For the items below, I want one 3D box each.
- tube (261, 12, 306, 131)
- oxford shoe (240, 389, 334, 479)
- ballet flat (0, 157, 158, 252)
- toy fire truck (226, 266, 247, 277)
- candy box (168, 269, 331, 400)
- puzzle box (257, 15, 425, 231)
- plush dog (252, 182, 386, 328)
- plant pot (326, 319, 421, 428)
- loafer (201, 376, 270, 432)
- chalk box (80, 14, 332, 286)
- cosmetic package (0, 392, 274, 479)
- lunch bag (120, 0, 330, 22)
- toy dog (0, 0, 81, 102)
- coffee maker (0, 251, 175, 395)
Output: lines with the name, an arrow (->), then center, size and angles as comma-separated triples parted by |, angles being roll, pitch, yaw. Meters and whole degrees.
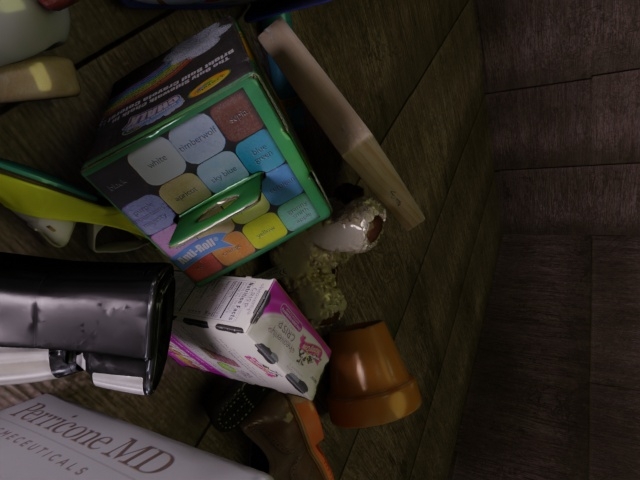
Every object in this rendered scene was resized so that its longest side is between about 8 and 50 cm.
tube -> -0.065, -0.302, 0.785 | 0.080, 0.052, 0.207 | -34, 126, -42
oxford shoe -> -0.063, 0.399, 0.786 | 0.132, 0.130, 0.364 | -23, 123, -20
ballet flat -> -0.258, -0.027, 0.471 | 0.231, 0.077, 0.077 | 14, 96, -59
toy fire truck -> -0.133, 0.062, 0.662 | 0.192, 0.047, 0.135 | 84, -8, -52
candy box -> -0.124, 0.111, 0.533 | 0.159, 0.233, 0.071 | 59, 45, -41
puzzle box -> 0.060, -0.181, 0.781 | 0.272, 0.052, 0.409 | 59, 13, 25
plush dog -> 0.000, 0.000, 0.816 | 0.262, 0.210, 0.225 | -67, 168, 19
plant pot -> 0.100, 0.283, 0.952 | 0.205, 0.205, 0.188 | -5, 80, -57
loafer -> -0.105, 0.201, 0.693 | 0.220, 0.078, 0.080 | -36, 128, -38
chalk box -> -0.113, -0.088, 0.469 | 0.179, 0.180, 0.289 | 58, 8, -41
cosmetic package -> -0.263, 0.340, 0.237 | 0.393, 0.329, 0.327 | -8, 97, -58
lunch bag -> -0.041, -0.434, 0.550 | 0.385, 0.327, 0.239 | -43, 126, -52
toy dog -> -0.306, -0.169, 0.300 | 0.334, 0.161, 0.220 | -56, 135, -40
coffee maker -> -0.229, 0.056, 0.384 | 0.120, 0.178, 0.171 | -103, -160, -57
